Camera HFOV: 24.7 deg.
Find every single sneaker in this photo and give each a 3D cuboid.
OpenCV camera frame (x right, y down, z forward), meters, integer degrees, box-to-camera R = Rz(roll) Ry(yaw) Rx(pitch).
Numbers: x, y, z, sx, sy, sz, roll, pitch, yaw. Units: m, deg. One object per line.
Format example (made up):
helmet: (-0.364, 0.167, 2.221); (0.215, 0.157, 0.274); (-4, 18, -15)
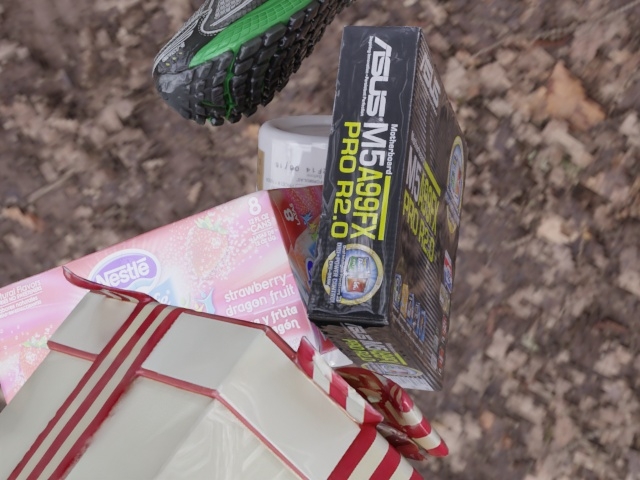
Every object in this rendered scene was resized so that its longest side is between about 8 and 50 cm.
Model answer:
sneaker: (-0.053, -0.232, 1.298); (0.146, 0.343, 0.134); (33, 142, 3)

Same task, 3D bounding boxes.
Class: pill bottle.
pill bottle: (0.000, 0.000, 1.427); (0.131, 0.131, 0.229); (8, 106, 20)

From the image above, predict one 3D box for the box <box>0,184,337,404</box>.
box: (-0.122, 0.065, 1.257); (0.299, 0.154, 0.142); (-20, 86, 23)

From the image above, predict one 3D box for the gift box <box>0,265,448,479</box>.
gift box: (-0.078, 0.166, 0.838); (0.255, 0.258, 0.276); (10, 146, 52)

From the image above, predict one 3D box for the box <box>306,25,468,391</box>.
box: (0.059, -0.013, 1.118); (0.060, 0.270, 0.216); (4, 75, 14)
